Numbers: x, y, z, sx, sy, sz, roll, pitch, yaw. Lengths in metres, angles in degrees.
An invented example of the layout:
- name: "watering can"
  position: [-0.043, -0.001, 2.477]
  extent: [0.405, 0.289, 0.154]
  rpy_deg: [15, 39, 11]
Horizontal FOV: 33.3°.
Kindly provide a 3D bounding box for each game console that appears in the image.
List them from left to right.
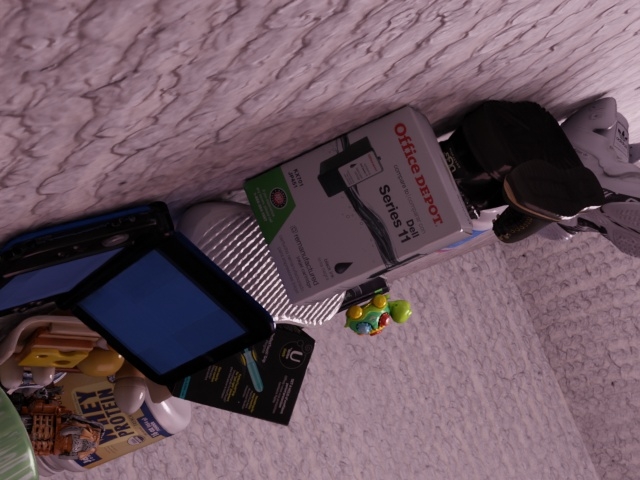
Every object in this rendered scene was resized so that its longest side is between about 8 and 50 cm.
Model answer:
- name: "game console"
  position: [-0.240, 0.089, 1.157]
  extent: [0.250, 0.173, 0.293]
  rpy_deg: [-17, 171, -39]

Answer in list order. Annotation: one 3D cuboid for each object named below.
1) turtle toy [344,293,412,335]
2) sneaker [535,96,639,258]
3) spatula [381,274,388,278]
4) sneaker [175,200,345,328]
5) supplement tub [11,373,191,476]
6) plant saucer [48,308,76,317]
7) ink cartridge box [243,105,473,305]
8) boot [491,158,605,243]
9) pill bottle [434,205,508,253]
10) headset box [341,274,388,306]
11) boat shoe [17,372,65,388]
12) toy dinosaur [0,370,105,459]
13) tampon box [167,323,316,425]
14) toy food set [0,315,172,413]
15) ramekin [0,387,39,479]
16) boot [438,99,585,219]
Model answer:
- name: "turtle toy"
  position: [0.106, 0.139, 1.994]
  extent: [0.130, 0.066, 0.095]
  rpy_deg: [-23, 174, -6]
- name: "sneaker"
  position: [0.439, -0.100, 1.573]
  extent: [0.210, 0.137, 0.365]
  rpy_deg: [-57, -151, -12]
- name: "spatula"
  position: [0.000, 0.000, 1.409]
  extent: [0.019, 0.168, 0.242]
  rpy_deg: [-54, 166, 4]
- name: "sneaker"
  position: [-0.105, 0.030, 1.340]
  extent: [0.150, 0.135, 0.366]
  rpy_deg: [17, 171, 28]
- name: "supplement tub"
  position: [-0.448, 0.335, 2.181]
  extent: [0.316, 0.228, 0.228]
  rpy_deg: [-23, 173, 6]
- name: "plant saucer"
  position: [-0.303, 0.132, 1.580]
  extent: [0.199, 0.037, 0.200]
  rpy_deg: [-5, 159, -2]
- name: "ink cartridge box"
  position: [0.043, -0.036, 1.176]
  extent: [0.208, 0.153, 0.087]
  rpy_deg: [-25, 172, 14]
- name: "boot"
  position: [0.243, -0.032, 1.293]
  extent: [0.137, 0.077, 0.197]
  rpy_deg: [-31, 158, 36]
- name: "pill bottle"
  position: [0.218, -0.064, 1.633]
  extent: [0.124, 0.124, 0.221]
  rpy_deg: [-19, 173, -27]
- name: "headset box"
  position: [-0.002, 0.082, 2.044]
  extent: [0.283, 0.131, 0.246]
  rpy_deg: [-23, 174, 1]
- name: "boat shoe"
  position: [-0.481, 0.217, 1.837]
  extent: [0.083, 0.065, 0.183]
  rpy_deg: [-24, 172, 30]
- name: "toy dinosaur"
  position: [-0.489, 0.257, 1.642]
  extent: [0.164, 0.321, 0.218]
  rpy_deg: [-60, -178, 14]
- name: "tampon box"
  position: [-0.108, 0.153, 1.384]
  extent: [0.161, 0.121, 0.101]
  rpy_deg: [18, -177, -20]
- name: "toy food set"
  position: [-0.333, 0.189, 1.538]
  extent: [0.306, 0.092, 0.219]
  rpy_deg: [7, 155, -32]
- name: "ramekin"
  position: [-0.519, 0.301, 1.449]
  extent: [0.148, 0.303, 0.303]
  rpy_deg: [-25, 178, -45]
- name: "boot"
  position: [0.192, -0.072, 1.431]
  extent: [0.260, 0.131, 0.348]
  rpy_deg: [-34, 158, 30]
